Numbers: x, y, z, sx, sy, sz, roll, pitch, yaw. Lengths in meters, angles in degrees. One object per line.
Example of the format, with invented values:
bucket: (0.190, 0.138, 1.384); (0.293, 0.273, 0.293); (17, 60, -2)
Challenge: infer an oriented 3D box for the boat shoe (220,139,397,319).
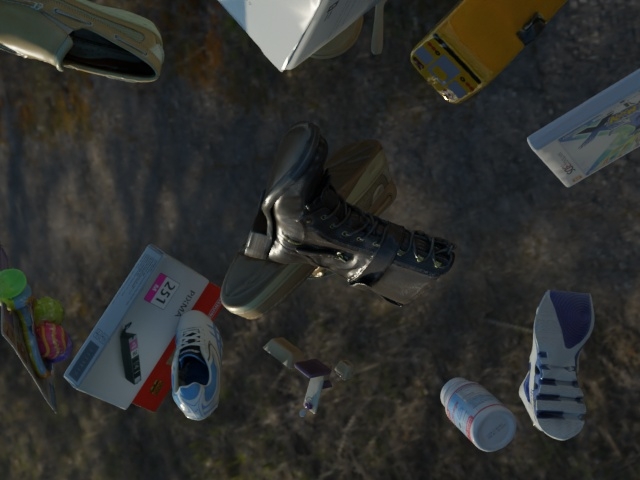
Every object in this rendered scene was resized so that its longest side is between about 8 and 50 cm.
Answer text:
boat shoe: (0.000, 0.000, 1.366); (0.122, 0.341, 0.110); (8, 136, 47)

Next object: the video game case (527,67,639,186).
video game case: (0.553, -0.221, 1.770); (0.329, 0.300, 0.036); (-32, 69, 17)

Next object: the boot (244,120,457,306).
boot: (0.045, -0.020, 1.101); (0.263, 0.229, 0.091); (118, 168, -60)

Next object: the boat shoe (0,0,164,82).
boat shoe: (-0.226, -0.178, 0.847); (0.072, 0.190, 0.068); (-105, 30, -45)

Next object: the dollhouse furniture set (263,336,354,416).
dollhouse furniture set: (-0.026, 0.193, 1.407); (0.114, 0.091, 0.081); (32, 116, 41)

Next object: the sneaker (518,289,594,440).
sneaker: (0.481, 0.266, 2.075); (0.182, 0.127, 0.315); (109, 170, -74)

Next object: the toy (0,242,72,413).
toy: (-0.358, 0.112, 1.268); (0.237, 0.056, 0.137); (81, 175, -57)

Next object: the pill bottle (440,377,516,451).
pill bottle: (0.278, 0.307, 1.769); (0.160, 0.087, 0.087); (-140, 42, -67)

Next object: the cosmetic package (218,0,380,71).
cosmetic package: (0.047, -0.365, 0.928); (0.217, 0.385, 0.156); (48, 154, 4)

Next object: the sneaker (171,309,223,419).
sneaker: (-0.206, 0.190, 1.631); (0.237, 0.085, 0.086); (-103, 3, -53)

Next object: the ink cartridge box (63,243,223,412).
ink cartridge box: (-0.289, 0.175, 1.758); (0.060, 0.239, 0.275); (28, 84, 43)

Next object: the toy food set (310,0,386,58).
toy food set: (0.003, -0.335, 1.466); (0.038, 0.192, 0.132); (-175, 90, -89)

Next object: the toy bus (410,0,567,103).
toy bus: (0.279, -0.346, 1.393); (0.108, 0.332, 0.130); (45, 158, -5)
